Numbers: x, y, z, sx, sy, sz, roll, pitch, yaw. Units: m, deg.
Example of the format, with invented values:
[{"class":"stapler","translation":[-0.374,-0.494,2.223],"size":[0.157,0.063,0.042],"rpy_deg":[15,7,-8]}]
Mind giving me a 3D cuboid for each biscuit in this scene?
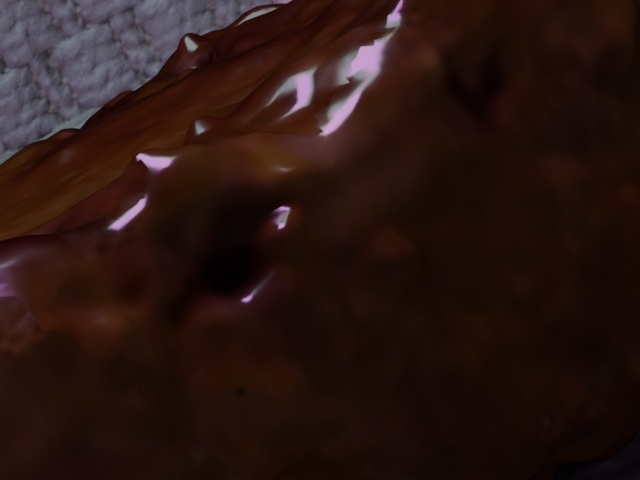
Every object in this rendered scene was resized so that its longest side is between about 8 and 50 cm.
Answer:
[{"class":"biscuit","translation":[0.000,0.000,0.695],"size":[0.395,0.166,0.342],"rpy_deg":[-36,13,-25]}]

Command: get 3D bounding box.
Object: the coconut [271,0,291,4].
[{"class":"coconut","translation":[0.079,-0.188,1.245],"size":[0.202,0.202,0.222],"rpy_deg":[-101,27,-80]}]
